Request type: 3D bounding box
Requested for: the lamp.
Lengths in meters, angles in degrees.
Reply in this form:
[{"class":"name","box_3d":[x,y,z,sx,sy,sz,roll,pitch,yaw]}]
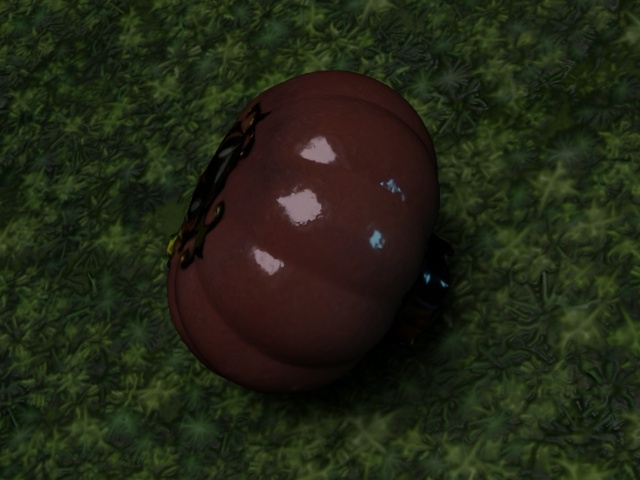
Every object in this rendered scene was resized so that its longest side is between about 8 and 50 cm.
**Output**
[{"class":"lamp","box_3d":[0.000,0.000,1.254,0.305,0.240,0.305,-56,18,29]}]
